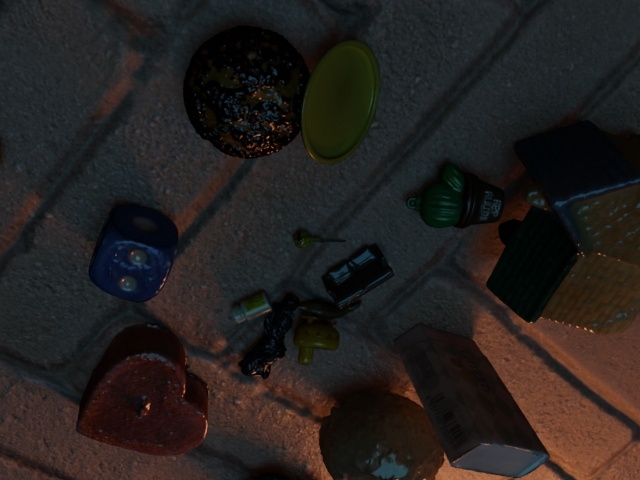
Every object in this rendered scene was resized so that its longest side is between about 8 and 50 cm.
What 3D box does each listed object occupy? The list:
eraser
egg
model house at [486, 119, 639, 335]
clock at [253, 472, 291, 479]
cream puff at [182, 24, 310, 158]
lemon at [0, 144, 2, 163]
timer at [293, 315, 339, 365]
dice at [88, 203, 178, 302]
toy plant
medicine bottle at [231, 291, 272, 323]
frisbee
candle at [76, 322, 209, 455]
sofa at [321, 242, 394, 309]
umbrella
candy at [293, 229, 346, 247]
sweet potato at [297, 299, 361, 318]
[{"bbox_3d":[0.319,0.342,1.510,0.213,0.397,0.082,18,113,-22],"label":"eraser"},{"bbox_3d":[0.152,0.495,1.641,0.310,0.279,0.279,18,113,-20],"label":"egg"},{"bbox_3d":[0.530,-0.035,1.420,0.343,0.334,0.382,14,120,-9],"label":"model house"},{"bbox_3d":[-0.089,0.695,1.761,0.243,0.146,0.199,27,121,-30],"label":"clock"},{"bbox_3d":[-0.126,-0.258,1.207,0.239,0.165,0.239,-7,122,-12],"label":"cream puff"},{"bbox_3d":[-0.608,-0.146,1.216,0.092,0.065,0.065,-30,121,7],"label":"lemon"},{"bbox_3d":[-0.011,0.231,1.538,0.107,0.107,0.109,12,78,-19],"label":"timer"},{"bbox_3d":[-0.361,0.025,1.321,0.143,0.146,0.146,21,112,-21],"label":"dice"},{"bbox_3d":[0.284,-0.090,1.436,0.200,0.105,0.142,8,107,-3],"label":"toy plant"},{"bbox_3d":[-0.150,0.149,1.496,0.083,0.047,0.047,-23,121,0],"label":"medicine bottle"},{"bbox_3d":[0.037,-0.254,1.256,0.236,0.017,0.236,-33,135,-40],"label":"frisbee"},{"bbox_3d":[-0.407,0.357,1.509,0.287,0.131,0.317,-15,120,-1],"label":"candle"},{"bbox_3d":[0.079,0.075,1.487,0.147,0.085,0.060,-32,124,6],"label":"sofa"},{"bbox_3d":[-0.104,0.221,1.536,0.080,0.071,0.224,14,113,-34],"label":"umbrella"},{"bbox_3d":[0.000,0.000,1.462,0.123,0.035,0.035,4,121,-24],"label":"candy"},{"bbox_3d":[0.019,0.157,1.547,0.153,0.038,0.041,0,124,-15],"label":"sweet potato"}]
